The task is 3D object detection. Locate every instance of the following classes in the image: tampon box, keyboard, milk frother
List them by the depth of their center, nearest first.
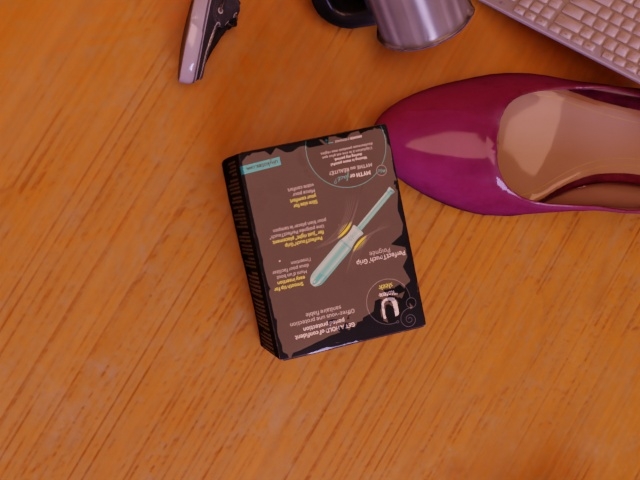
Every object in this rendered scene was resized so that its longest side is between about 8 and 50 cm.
[{"bbox_3d":[0.000,0.000,0.868,0.120,0.101,0.161,-12,94,-11],"label":"tampon box"},{"bbox_3d":[0.059,-0.250,0.887,0.143,0.129,0.135,-58,140,-34],"label":"milk frother"},{"bbox_3d":[0.240,-0.178,0.892,0.256,0.014,0.072,34,87,24],"label":"keyboard"}]

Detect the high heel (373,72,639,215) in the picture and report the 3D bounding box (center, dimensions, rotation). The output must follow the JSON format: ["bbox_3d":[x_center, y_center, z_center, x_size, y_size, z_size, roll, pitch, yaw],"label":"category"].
[{"bbox_3d":[0.238,-0.080,0.876,0.377,0.181,0.127,-1,91,-12],"label":"high heel"}]

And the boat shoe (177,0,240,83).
[{"bbox_3d":[-0.082,-0.192,0.877,0.040,0.049,0.142,14,86,-12],"label":"boat shoe"}]
